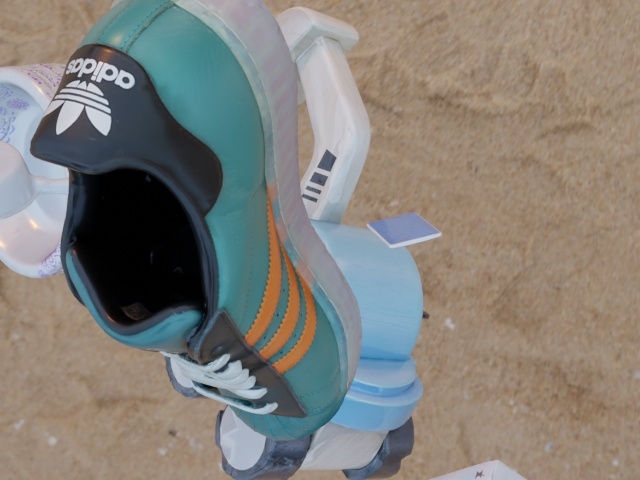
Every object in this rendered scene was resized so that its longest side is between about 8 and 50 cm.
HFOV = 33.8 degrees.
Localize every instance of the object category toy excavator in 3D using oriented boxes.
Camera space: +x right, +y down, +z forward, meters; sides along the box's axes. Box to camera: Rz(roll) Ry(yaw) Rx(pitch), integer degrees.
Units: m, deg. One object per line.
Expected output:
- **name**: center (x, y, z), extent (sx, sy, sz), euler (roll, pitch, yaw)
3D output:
- **toy excavator**: center (0.000, 0.000, 1.239), extent (0.433, 0.222, 0.445), euler (46, 115, 44)

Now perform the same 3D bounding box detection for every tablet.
- **tablet**: center (0.082, -0.010, 1.043), extent (0.054, 0.083, 0.006), euler (-14, 109, -10)

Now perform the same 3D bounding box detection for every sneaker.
- **sneaker**: center (-0.061, 0.022, 0.511), extent (0.108, 0.121, 0.302), euler (15, 142, 27)

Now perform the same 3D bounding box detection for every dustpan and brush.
- **dustpan and brush**: center (-0.322, -0.061, 1.085), extent (0.211, 0.147, 0.060), euler (-11, 128, -13)

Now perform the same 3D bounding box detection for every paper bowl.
- **paper bowl**: center (-0.357, -0.099, 1.439), extent (0.284, 0.148, 0.284), euler (13, 109, 42)

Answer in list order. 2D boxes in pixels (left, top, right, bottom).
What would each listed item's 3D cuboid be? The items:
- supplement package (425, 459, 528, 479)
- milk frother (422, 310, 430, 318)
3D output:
- **supplement package**: center (0.125, 0.376, 1.018), extent (0.145, 0.262, 0.204), euler (37, 143, -16)
- **milk frother**: center (0.074, 0.136, 1.437), extent (0.129, 0.143, 0.135), euler (-3, 101, -17)
